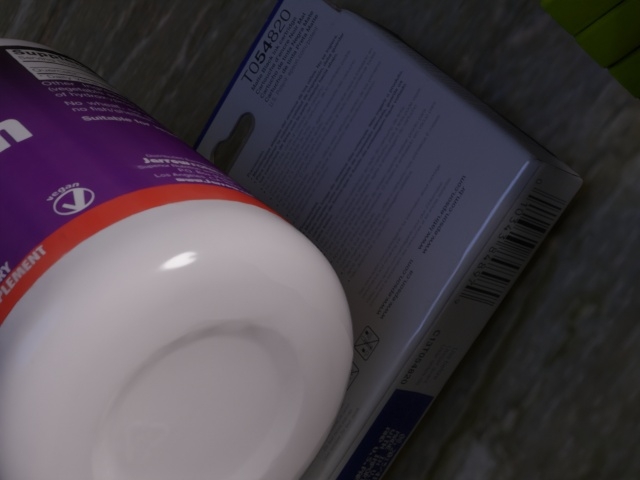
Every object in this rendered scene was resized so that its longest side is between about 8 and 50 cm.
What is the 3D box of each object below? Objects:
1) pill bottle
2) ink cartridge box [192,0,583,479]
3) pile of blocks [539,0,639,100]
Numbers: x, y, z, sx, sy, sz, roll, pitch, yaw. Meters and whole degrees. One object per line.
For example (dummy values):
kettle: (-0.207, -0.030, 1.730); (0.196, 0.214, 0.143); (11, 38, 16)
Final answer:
pill bottle: (-0.139, 0.009, 0.652); (0.323, 0.181, 0.181); (37, 103, 45)
ink cartridge box: (0.000, 0.000, 0.680); (0.223, 0.045, 0.224); (-58, 45, 15)
pile of blocks: (0.153, -0.024, 0.462); (0.113, 0.149, 0.362); (-37, 54, 31)
